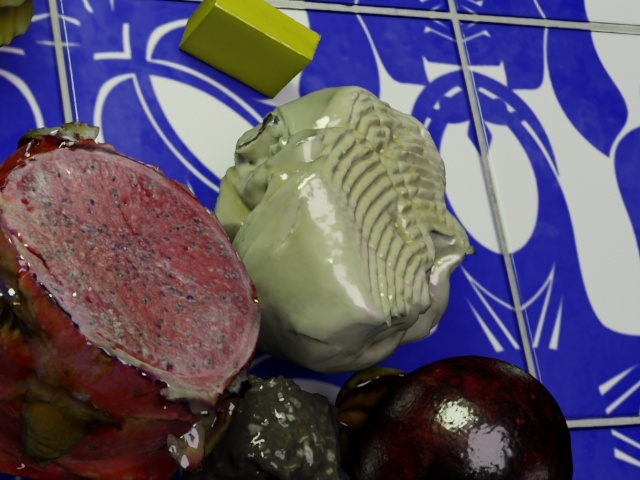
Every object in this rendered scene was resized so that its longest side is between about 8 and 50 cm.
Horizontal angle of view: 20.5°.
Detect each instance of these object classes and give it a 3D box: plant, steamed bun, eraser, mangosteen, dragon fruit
[{"bbox_3d":[-0.066,0.265,1.638,0.149,0.146,0.275,24,59,-20],"label":"plant"},{"bbox_3d":[0.000,0.000,1.762,0.275,0.206,0.320,63,28,-3],"label":"steamed bun"},{"bbox_3d":[-0.075,-0.213,1.877,0.122,0.097,0.045,28,56,-15],"label":"eraser"},{"bbox_3d":[0.120,0.211,1.744,0.228,0.228,0.265,-28,42,-34],"label":"mangosteen"},{"bbox_3d":[-0.231,0.100,1.553,0.296,0.263,0.314,33,32,-19],"label":"dragon fruit"}]

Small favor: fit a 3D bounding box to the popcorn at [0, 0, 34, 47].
[{"bbox_3d":[-0.380,-0.322,1.675,0.282,0.247,0.282,19,42,-18],"label":"popcorn"}]
